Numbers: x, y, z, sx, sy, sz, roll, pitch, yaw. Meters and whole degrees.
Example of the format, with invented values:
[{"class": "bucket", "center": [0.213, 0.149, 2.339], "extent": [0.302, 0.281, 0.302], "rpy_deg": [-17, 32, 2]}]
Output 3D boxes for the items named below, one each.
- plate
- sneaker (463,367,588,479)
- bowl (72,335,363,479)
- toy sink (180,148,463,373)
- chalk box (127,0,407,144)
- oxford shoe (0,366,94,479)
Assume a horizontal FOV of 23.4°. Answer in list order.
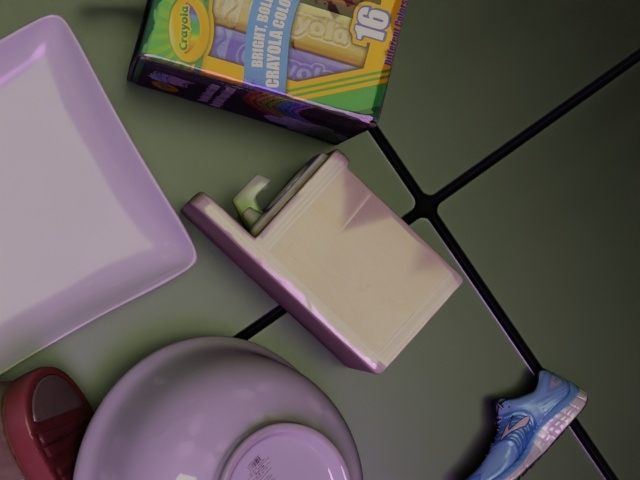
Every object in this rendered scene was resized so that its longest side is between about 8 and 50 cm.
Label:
[{"class": "plate", "center": [-0.300, -0.032, 1.462], "extent": [0.277, 0.045, 0.278], "rpy_deg": [-30, 94, -9]}, {"class": "sneaker", "center": [0.191, 0.194, 1.542], "extent": [0.073, 0.063, 0.162], "rpy_deg": [42, 77, 12]}, {"class": "bowl", "center": [-0.064, 0.234, 1.395], "extent": [0.297, 0.134, 0.298], "rpy_deg": [4, 84, -35]}, {"class": "toy sink", "center": [0.000, 0.000, 1.461], "extent": [0.234, 0.153, 0.131], "rpy_deg": [43, 82, -5]}, {"class": "chalk box", "center": [-0.078, -0.220, 1.442], "extent": [0.289, 0.180, 0.179], "rpy_deg": [17, 85, -10]}, {"class": "oxford shoe", "center": [-0.244, 0.288, 1.446], "extent": [0.130, 0.123, 0.348], "rpy_deg": [-14, 99, 26]}]
